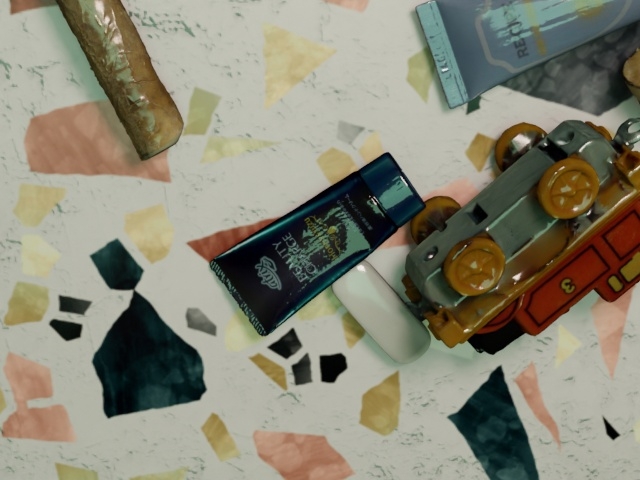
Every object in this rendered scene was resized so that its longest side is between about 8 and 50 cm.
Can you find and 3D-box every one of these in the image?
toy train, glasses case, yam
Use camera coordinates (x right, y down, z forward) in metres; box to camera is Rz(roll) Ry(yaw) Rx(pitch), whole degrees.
[{"bbox_3d":[0.277,-0.003,1.444,0.369,0.163,0.231,-41,116,6],"label":"toy train"},{"bbox_3d":[0.079,0.092,1.503,0.063,0.041,0.164,-40,108,8],"label":"glasses case"},{"bbox_3d":[-0.255,-0.261,1.338,0.081,0.081,0.357,-25,110,1],"label":"yam"}]

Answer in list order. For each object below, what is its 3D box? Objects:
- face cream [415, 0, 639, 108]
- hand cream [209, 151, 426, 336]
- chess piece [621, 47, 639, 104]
[{"bbox_3d":[0.316,-0.287,1.399,0.385,0.086,0.135,-20,108,4],"label":"face cream"},{"bbox_3d":[0.000,0.000,1.458,0.270,0.061,0.120,-35,93,10],"label":"hand cream"},{"bbox_3d":[0.497,-0.121,1.463,0.137,0.137,0.301,-32,121,3],"label":"chess piece"}]
